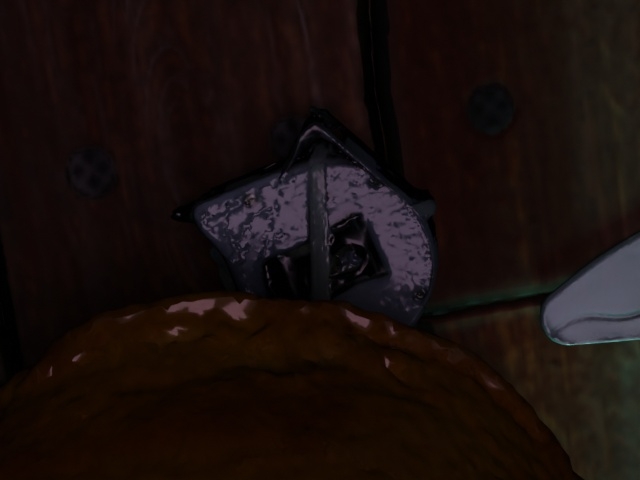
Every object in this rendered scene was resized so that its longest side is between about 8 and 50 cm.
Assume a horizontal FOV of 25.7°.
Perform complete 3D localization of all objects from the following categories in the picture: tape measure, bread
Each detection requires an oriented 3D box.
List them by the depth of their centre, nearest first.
[{"bbox_3d":[-0.020,0.174,0.514,0.312,0.172,0.312,-3,113,-6],"label":"bread"},{"bbox_3d":[0.002,0.001,0.557,0.091,0.054,0.094,-36,100,6],"label":"tape measure"}]

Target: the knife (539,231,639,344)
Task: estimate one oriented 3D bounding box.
[{"bbox_3d":[0.259,0.008,0.605,0.331,0.044,0.080,1,92,-3],"label":"knife"}]
